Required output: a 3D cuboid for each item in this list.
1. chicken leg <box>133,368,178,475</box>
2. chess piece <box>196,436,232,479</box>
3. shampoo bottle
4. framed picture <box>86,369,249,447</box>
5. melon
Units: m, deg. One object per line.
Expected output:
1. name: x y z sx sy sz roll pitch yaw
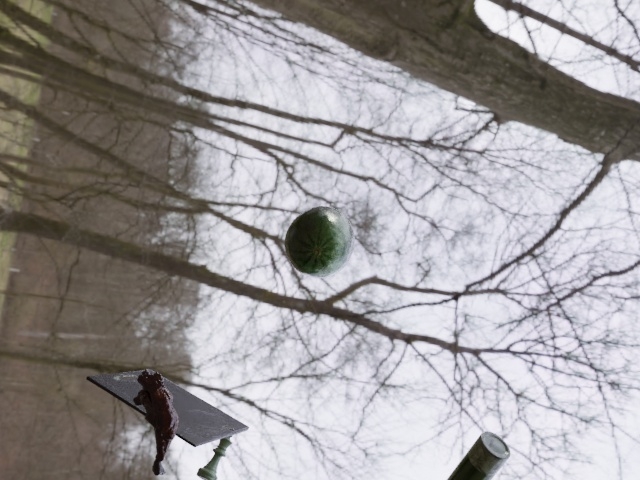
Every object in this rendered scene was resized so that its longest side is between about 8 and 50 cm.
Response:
1. chicken leg: -0.338 0.372 1.362 0.090 0.048 0.219 -28 -108 19
2. chess piece: -0.277 0.581 1.772 0.059 0.059 0.149 -24 -146 59
3. shampoo bottle: 0.265 0.434 1.175 0.204 0.065 0.065 -64 -151 27
4. framed picture: -0.353 0.384 1.531 0.324 0.244 0.013 23 -89 23
5. melon: 0.000 0.000 1.709 0.287 0.182 0.182 -63 174 -72
